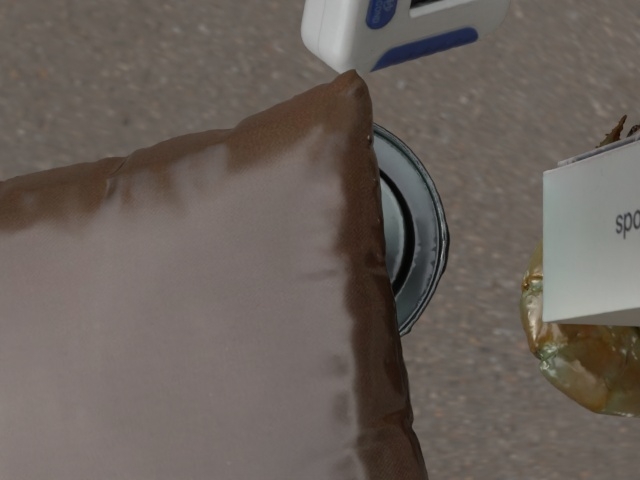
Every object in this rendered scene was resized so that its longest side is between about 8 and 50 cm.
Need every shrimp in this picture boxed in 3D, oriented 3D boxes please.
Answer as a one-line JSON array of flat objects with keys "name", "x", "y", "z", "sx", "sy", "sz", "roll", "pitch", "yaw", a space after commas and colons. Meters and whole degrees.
[{"name": "shrimp", "x": 0.218, "y": 0.004, "z": 1.253, "sx": 0.145, "sy": 0.061, "sz": 0.267, "roll": 27, "pitch": 52, "yaw": -8}]

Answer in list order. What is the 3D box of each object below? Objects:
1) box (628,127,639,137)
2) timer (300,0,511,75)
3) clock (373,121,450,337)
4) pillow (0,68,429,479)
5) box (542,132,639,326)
[{"name": "box", "x": 0.310, "y": -0.041, "z": 1.080, "sx": 0.252, "sy": 0.188, "sz": 0.153, "roll": -39, "pitch": 69, "yaw": 7}, {"name": "timer", "x": 0.075, "y": -0.249, "z": 1.310, "sx": 0.078, "sy": 0.178, "sz": 0.253, "roll": 39, "pitch": 133, "yaw": 34}, {"name": "clock", "x": 0.000, "y": 0.000, "z": 1.320, "sx": 0.184, "sy": 0.040, "sz": 0.185, "roll": 0, "pitch": 85, "yaw": 6}, {"name": "pillow", "x": -0.096, "y": 0.089, "z": 0.980, "sx": 0.307, "sy": 0.108, "sz": 0.305, "roll": -12, "pitch": 82, "yaw": 12}, {"name": "box", "x": 0.145, "y": -0.003, "z": 0.497, "sx": 0.129, "sy": 0.130, "sz": 0.051, "roll": 2, "pitch": 82, "yaw": -18}]
